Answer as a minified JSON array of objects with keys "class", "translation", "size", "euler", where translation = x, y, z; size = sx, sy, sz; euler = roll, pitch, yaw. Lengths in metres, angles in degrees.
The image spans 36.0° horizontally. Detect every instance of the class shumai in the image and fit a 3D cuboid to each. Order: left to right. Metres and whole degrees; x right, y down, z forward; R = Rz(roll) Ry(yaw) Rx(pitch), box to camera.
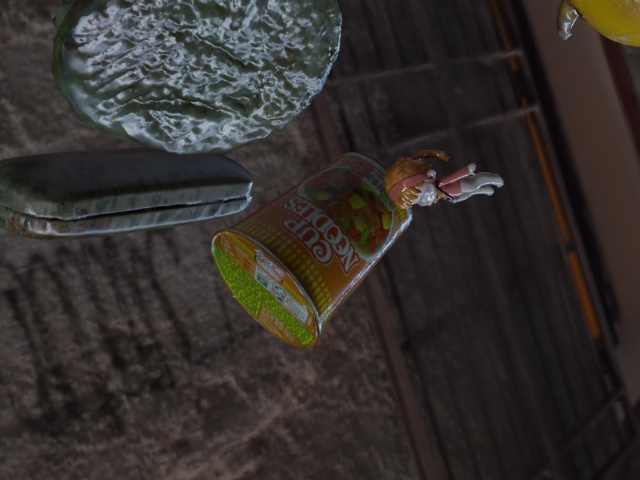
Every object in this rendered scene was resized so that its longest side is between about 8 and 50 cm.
[{"class":"shumai","translation":[-0.121,-0.219,0.936],"size":[0.271,0.222,0.204],"euler":[4,-141,-10]}]

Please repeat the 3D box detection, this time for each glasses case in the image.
[{"class":"glasses case","translation":[-0.261,-0.069,1.325],"size":[0.156,0.098,0.425],"euler":[22,-161,31]}]

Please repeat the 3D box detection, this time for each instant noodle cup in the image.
[{"class":"instant noodle cup","translation":[0.000,0.000,1.091],"size":[0.185,0.168,0.168],"euler":[-41,-165,-26]}]

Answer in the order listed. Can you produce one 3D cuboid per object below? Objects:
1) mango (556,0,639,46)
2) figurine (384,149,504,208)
[{"class":"mango","translation":[0.307,-0.272,0.764],"size":[0.317,0.176,0.119],"euler":[-49,169,11]},{"class":"figurine","translation":[0.103,-0.050,0.829],"size":[0.109,0.047,0.064],"euler":[-1,153,-29]}]
